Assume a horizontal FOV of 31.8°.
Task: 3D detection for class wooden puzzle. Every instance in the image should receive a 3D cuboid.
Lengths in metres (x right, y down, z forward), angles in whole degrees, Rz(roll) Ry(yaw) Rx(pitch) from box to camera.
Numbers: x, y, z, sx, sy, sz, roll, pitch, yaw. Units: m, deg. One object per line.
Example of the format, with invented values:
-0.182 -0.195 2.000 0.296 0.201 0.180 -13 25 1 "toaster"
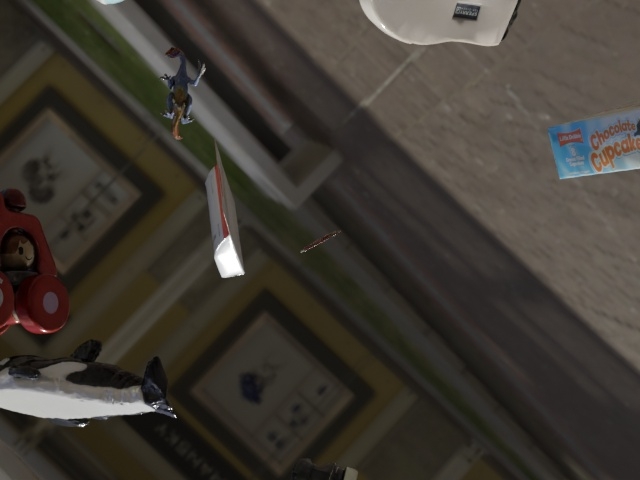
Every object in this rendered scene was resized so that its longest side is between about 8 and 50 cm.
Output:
0.000 0.000 1.851 0.006 0.083 0.049 61 -161 -2 "wooden puzzle"

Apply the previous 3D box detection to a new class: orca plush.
-0.305 0.160 1.431 0.287 0.102 0.151 -12 140 36 "orca plush"

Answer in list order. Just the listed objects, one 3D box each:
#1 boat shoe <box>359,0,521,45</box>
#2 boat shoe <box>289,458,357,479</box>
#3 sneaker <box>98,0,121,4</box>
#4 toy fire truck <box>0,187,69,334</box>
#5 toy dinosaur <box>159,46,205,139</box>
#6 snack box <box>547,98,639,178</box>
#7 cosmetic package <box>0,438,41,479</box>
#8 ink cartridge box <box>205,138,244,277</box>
0.131 -0.355 1.603 0.158 0.127 0.340 33 -161 36 "boat shoe"
-0.038 0.433 1.817 0.113 0.127 0.340 22 153 -3 "boat shoe"
-0.194 -0.412 1.574 0.366 0.135 0.150 -33 97 42 "sneaker"
-0.549 0.029 1.860 0.169 0.254 0.302 -6 171 30 "toy fire truck"
-0.166 -0.175 1.282 0.047 0.082 0.090 9 149 -21 "toy dinosaur"
0.374 -0.117 1.013 0.322 0.187 0.060 -3 103 67 "snack box"
-0.544 0.345 1.658 0.385 0.156 0.217 55 169 -30 "cosmetic package"
-0.207 -0.063 2.264 0.232 0.066 0.189 71 -172 -56 "ink cartridge box"
